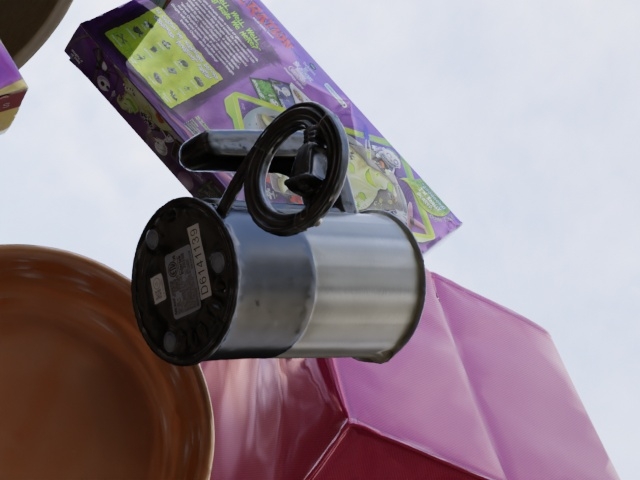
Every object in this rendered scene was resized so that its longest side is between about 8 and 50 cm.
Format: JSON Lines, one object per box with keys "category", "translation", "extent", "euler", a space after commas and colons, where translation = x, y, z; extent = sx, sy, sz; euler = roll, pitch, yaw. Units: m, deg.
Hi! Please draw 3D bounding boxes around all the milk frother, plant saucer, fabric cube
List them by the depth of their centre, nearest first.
{"category": "milk frother", "translation": [0.000, 0.000, 0.856], "extent": [0.143, 0.134, 0.129], "euler": [-1, -92, 47]}
{"category": "plant saucer", "translation": [-0.155, 0.099, 0.874], "extent": [0.200, 0.200, 0.037], "euler": [33, -30, 0]}
{"category": "fabric cube", "translation": [0.037, 0.182, 1.219], "extent": [0.259, 0.258, 0.254], "euler": [25, -67, -24]}

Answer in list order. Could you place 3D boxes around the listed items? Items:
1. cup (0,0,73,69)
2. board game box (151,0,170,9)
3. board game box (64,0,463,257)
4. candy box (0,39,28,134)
{"category": "cup", "translation": [-0.294, -0.263, 1.096], "extent": [0.331, 0.237, 0.331], "euler": [0, -67, -1]}
{"category": "board game box", "translation": [-0.154, -0.288, 1.394], "extent": [0.145, 0.027, 0.281], "euler": [34, -20, -7]}
{"category": "board game box", "translation": [-0.047, -0.092, 1.547], "extent": [0.347, 0.208, 0.056], "euler": [48, -42, 7]}
{"category": "candy box", "translation": [-0.252, -0.130, 0.919], "extent": [0.187, 0.109, 0.053], "euler": [58, -39, 14]}
